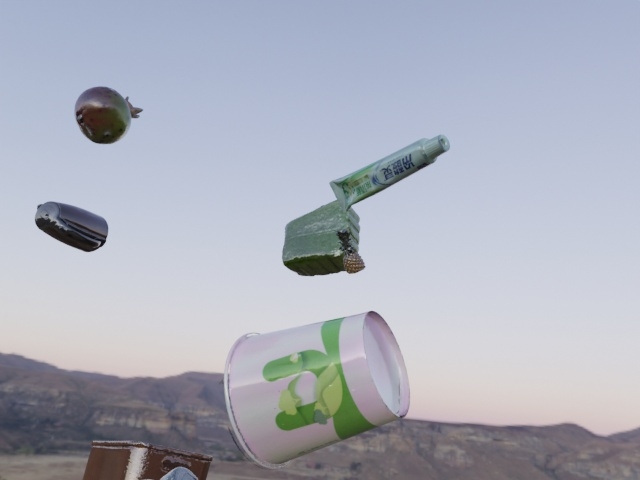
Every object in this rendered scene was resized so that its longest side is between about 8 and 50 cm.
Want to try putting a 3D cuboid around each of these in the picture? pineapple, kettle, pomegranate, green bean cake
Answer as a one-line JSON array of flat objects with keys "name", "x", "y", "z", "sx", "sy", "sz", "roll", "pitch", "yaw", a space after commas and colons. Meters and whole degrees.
[{"name": "pineapple", "x": 0.073, "y": 0.024, "z": 1.340, "sx": 0.058, "sy": 0.124, "sz": 0.058, "roll": -20, "pitch": 5, "yaw": 2}, {"name": "kettle", "x": -0.855, "y": -0.039, "z": 1.793, "sx": 0.202, "sy": 0.144, "sz": 0.232, "roll": 41, "pitch": 0, "yaw": 21}, {"name": "pomegranate", "x": -0.480, "y": -0.295, "z": 1.180, "sx": 0.129, "sy": 0.159, "sz": 0.129, "roll": 21, "pitch": -34, "yaw": 15}, {"name": "green bean cake", "x": 0.000, "y": 0.000, "z": 1.663, "sx": 0.248, "sy": 0.222, "sz": 0.125, "roll": -11, "pitch": -34, "yaw": 27}]

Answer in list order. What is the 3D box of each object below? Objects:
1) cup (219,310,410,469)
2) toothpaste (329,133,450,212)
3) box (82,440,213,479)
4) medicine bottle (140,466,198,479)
[{"name": "cup", "x": 0.004, "y": 0.257, "z": 0.939, "sx": 0.274, "sy": 0.253, "sz": 0.253, "roll": -21, "pitch": -29, "yaw": 21}, {"name": "toothpaste", "x": 0.123, "y": -0.130, "z": 1.001, "sx": 0.048, "sy": 0.075, "sz": 0.297, "roll": -27, "pitch": 2, "yaw": -40}, {"name": "box", "x": -0.488, "y": 0.677, "z": 1.393, "sx": 0.239, "sy": 0.229, "sz": 0.339, "roll": 31, "pitch": -36, "yaw": -33}, {"name": "medicine bottle", "x": -0.340, "y": 0.516, "z": 0.897, "sx": 0.293, "sy": 0.141, "sz": 0.141, "roll": -35, "pitch": -26, "yaw": 1}]
